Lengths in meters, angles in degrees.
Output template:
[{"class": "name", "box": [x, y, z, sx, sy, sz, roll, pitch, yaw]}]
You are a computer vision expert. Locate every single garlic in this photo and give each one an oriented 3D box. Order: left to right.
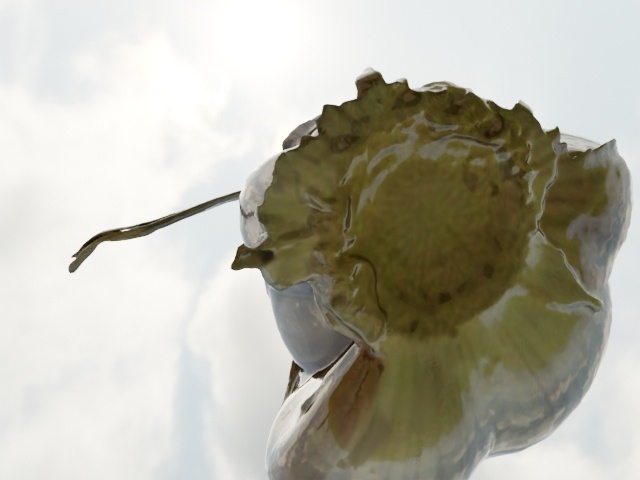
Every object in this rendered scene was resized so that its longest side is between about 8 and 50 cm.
[{"class": "garlic", "box": [0.000, 0.000, 0.781, 0.256, 0.207, 0.207, 16, -132, 12]}]
